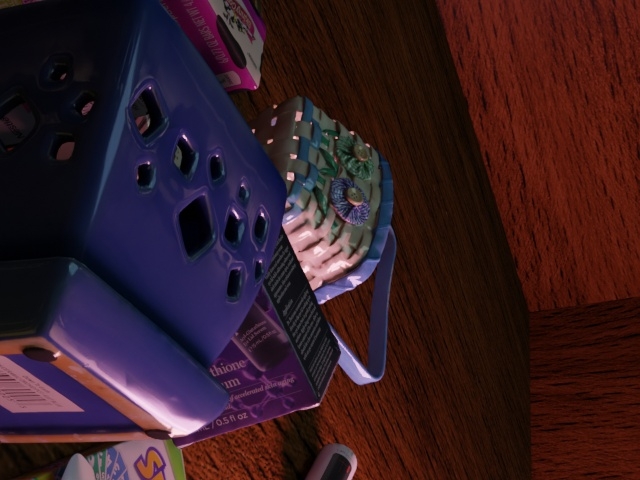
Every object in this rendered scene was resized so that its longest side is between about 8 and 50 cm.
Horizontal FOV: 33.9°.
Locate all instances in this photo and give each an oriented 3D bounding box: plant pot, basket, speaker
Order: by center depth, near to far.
[{"bbox_3d":[-0.176,0.005,0.680,0.236,0.236,0.212,54,37,-53],"label":"plant pot"},{"bbox_3d":[0.000,0.000,1.233,0.289,0.201,0.254,51,32,-38],"label":"basket"},{"bbox_3d":[0.005,0.310,1.322,0.136,0.055,0.055,-48,125,-67],"label":"speaker"}]

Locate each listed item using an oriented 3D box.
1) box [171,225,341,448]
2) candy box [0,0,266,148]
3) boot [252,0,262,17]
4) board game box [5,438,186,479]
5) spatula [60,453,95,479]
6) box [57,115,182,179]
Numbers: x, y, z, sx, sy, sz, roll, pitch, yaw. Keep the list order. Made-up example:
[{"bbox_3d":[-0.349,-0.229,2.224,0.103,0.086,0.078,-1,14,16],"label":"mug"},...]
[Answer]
[{"bbox_3d":[-0.096,0.060,0.953,0.207,0.153,0.108,64,19,-13],"label":"box"},{"bbox_3d":[-0.177,-0.157,0.743,0.159,0.234,0.071,58,29,-47],"label":"candy box"},{"bbox_3d":[-0.150,-0.265,0.991,0.115,0.112,0.305,48,8,-47],"label":"boot"},{"bbox_3d":[-0.170,0.231,0.880,0.259,0.039,0.124,-3,84,-74],"label":"board game box"},{"bbox_3d":[-0.174,0.297,0.766,0.168,0.019,0.242,70,23,-49],"label":"spatula"},{"bbox_3d":[-0.194,-0.184,0.904,0.094,0.113,0.275,-28,106,-70],"label":"box"}]
